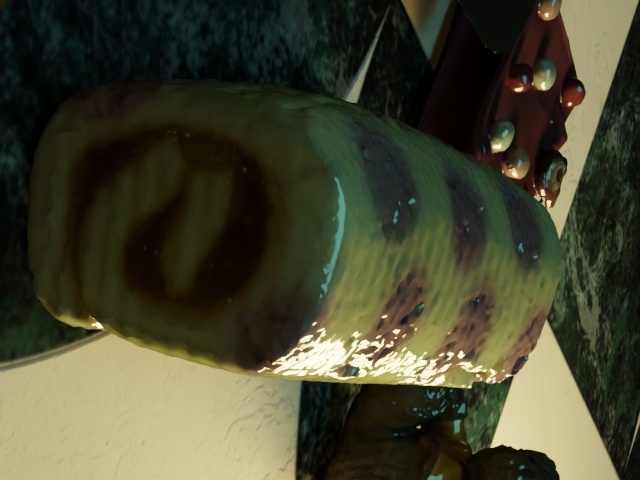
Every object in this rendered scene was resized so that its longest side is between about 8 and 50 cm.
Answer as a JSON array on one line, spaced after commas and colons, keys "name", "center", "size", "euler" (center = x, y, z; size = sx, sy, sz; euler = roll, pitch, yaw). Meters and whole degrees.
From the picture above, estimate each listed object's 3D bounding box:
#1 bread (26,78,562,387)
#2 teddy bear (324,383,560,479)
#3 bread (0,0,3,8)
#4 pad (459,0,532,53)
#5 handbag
[{"name": "bread", "center": [0.000, 0.000, 0.863], "size": [0.338, 0.187, 0.155], "euler": [10, 93, -62]}, {"name": "teddy bear", "center": [0.095, 0.191, 1.119], "size": [0.140, 0.190, 0.177], "euler": [115, -11, -46]}, {"name": "bread", "center": [-0.162, -0.192, 0.560], "size": [0.165, 0.113, 0.416], "euler": [50, 56, -56]}, {"name": "pad", "center": [0.085, -0.356, 1.086], "size": [0.375, 0.063, 0.315], "euler": [52, 54, -43]}, {"name": "handbag", "center": [0.156, -0.098, 1.256], "size": [0.203, 0.074, 0.216], "euler": [-67, 151, -24]}]
